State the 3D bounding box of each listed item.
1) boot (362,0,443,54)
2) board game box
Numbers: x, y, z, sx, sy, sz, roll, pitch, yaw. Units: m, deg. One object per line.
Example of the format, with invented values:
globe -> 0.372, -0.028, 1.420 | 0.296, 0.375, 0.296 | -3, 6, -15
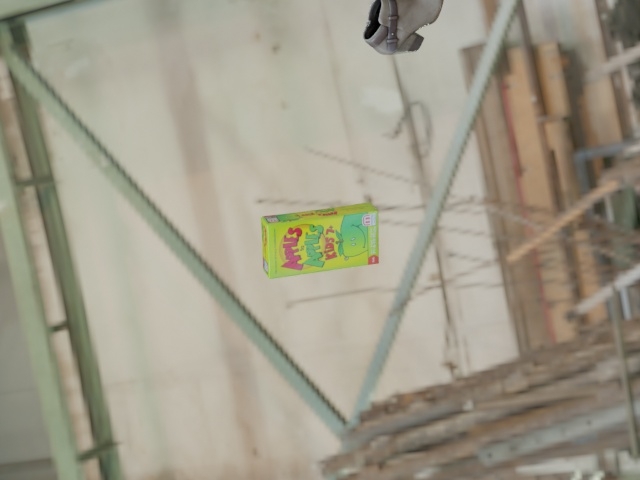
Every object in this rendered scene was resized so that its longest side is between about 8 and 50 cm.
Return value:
boot -> 0.099, -0.280, 1.705 | 0.087, 0.042, 0.118 | 10, -79, -42
board game box -> 0.000, 0.000, 2.222 | 0.043, 0.181, 0.092 | -130, 35, -62
